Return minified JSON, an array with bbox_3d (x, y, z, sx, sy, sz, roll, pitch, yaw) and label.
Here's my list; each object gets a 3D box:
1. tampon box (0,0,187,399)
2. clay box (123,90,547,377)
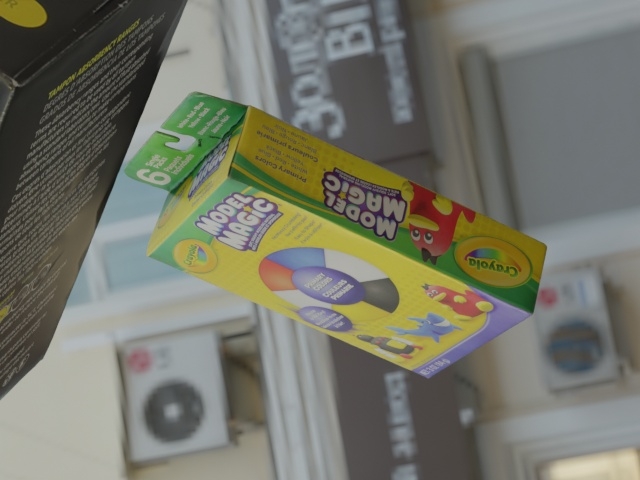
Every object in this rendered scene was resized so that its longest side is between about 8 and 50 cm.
[{"bbox_3d":[-0.122,-0.028,0.459,0.101,0.120,0.161,-51,-10,-54],"label":"tampon box"},{"bbox_3d":[0.000,0.000,1.023,0.127,0.222,0.053,-41,31,57],"label":"clay box"}]
